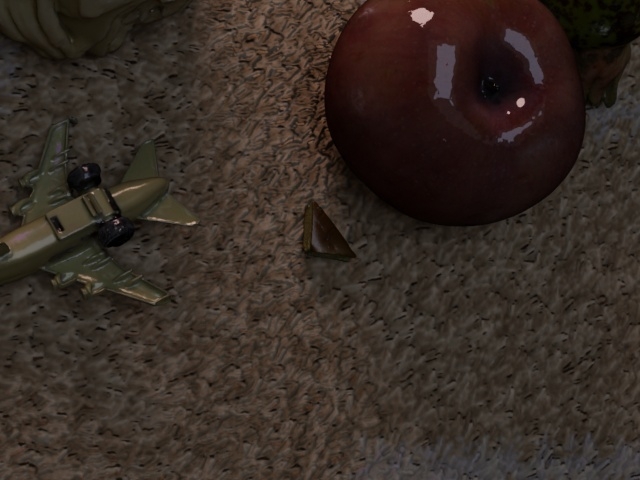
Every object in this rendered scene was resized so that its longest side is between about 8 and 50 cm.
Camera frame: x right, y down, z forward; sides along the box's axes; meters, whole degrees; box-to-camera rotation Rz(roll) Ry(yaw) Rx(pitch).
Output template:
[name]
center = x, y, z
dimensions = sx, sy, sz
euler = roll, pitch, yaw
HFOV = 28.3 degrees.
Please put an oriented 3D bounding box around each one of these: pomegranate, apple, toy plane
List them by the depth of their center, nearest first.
[toy plane]
center = -0.255, -0.015, 1.312
dimensions = 0.244, 0.092, 0.229
euler = -26, 77, -25
[apple]
center = 0.157, -0.159, 1.412
dimensions = 0.305, 0.235, 0.306
euler = 3, 83, -22
[pomegranate]
center = 0.339, -0.294, 1.519
dimensions = 0.222, 0.204, 0.276
euler = -40, 108, -47

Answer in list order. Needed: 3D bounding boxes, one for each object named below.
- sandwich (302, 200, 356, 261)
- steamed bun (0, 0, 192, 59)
[sandwich]
center = 0.000, 0.000, 1.438
dimensions = 0.044, 0.031, 0.083
euler = -40, 98, -23
[steamed bun]
center = -0.243, -0.333, 1.296
dimensions = 0.289, 0.203, 0.276
euler = 5, 80, -19
